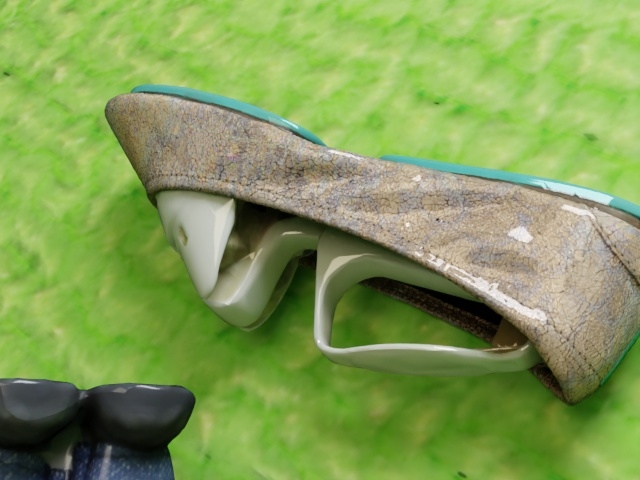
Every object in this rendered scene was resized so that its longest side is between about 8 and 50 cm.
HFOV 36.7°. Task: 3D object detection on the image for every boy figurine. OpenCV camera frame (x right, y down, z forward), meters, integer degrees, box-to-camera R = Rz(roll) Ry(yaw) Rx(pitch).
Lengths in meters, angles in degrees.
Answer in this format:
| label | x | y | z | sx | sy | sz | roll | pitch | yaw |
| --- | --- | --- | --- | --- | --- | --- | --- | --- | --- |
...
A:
| label | x | y | z | sx | sy | sz | roll | pitch | yaw |
| --- | --- | --- | --- | --- | --- | --- | --- | --- | --- |
| boy figurine | -0.114 | 0.199 | 0.369 | 0.177 | 0.092 | 0.285 | 9 | 68 | -20 |

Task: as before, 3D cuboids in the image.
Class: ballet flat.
| label | x | y | z | sx | sy | sz | roll | pitch | yaw |
| --- | --- | --- | --- | --- | --- | --- | --- | --- | --- |
| ballet flat | 0.000 | 0.000 | 0.472 | 0.316 | 0.107 | 0.106 | 16 | 74 | 30 |
